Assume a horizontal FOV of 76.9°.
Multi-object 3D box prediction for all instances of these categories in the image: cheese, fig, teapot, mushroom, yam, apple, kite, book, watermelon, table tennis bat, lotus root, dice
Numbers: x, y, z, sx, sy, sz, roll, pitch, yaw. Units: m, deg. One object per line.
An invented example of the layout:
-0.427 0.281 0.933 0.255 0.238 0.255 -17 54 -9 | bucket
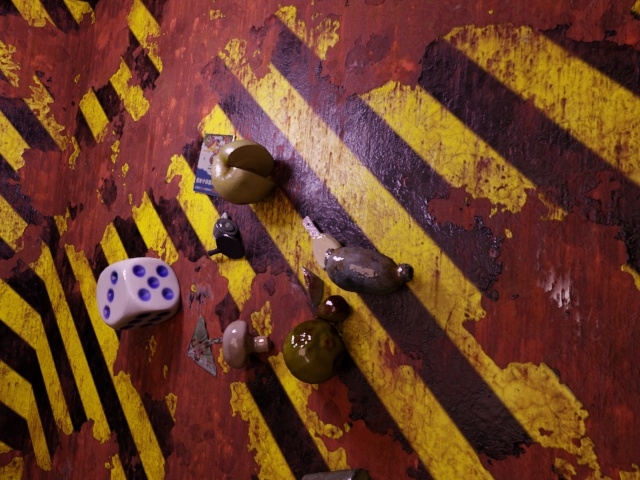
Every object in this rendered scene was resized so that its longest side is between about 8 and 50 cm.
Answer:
0.000 0.000 1.662 0.127 0.050 0.255 -43 64 22 | cheese
0.037 0.277 1.572 0.155 0.103 0.109 -32 27 17 | fig
-0.479 -0.053 1.946 0.149 0.111 0.108 54 126 20 | teapot
-0.337 0.442 1.763 0.209 0.206 0.206 -27 64 -17 | mushroom
-0.038 0.431 1.532 0.271 0.240 0.239 -51 59 42 | fig
0.054 0.922 1.456 0.268 0.161 0.161 -24 72 26 | yam
-0.336 -0.299 1.794 0.292 0.254 0.291 -7 78 33 | apple
-0.578 0.526 1.994 0.268 0.013 0.322 -30 71 28 | kite
-0.553 -0.396 2.087 0.229 0.018 0.321 13 91 34 | book
-0.035 0.184 1.646 0.081 0.094 0.180 -21 88 26 | watermelon
-0.457 0.040 1.920 0.237 0.027 0.150 -15 121 37 | table tennis bat
0.165 0.117 1.468 0.350 0.175 0.174 10 90 32 | lotus root
-0.936 0.275 2.080 0.277 0.304 0.304 -33 68 25 | dice
